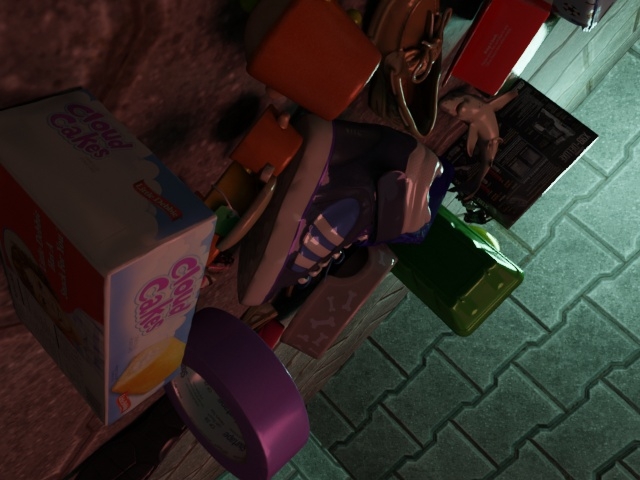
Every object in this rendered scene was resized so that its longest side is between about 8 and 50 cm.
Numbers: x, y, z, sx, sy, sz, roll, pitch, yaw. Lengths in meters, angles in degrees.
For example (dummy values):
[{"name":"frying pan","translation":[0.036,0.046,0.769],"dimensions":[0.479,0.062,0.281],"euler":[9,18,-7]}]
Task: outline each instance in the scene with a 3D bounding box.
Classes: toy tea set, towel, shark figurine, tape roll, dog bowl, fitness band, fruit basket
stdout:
[{"name":"toy tea set","translation":[-0.080,-0.109,0.533],"dimensions":[0.336,0.124,0.200],"euler":[-51,-167,7]},{"name":"towel","translation":[0.198,-0.083,1.202],"dimensions":[0.308,0.076,0.227],"euler":[-4,125,-62]},{"name":"shark figurine","translation":[0.322,-0.225,1.165],"dimensions":[0.166,0.116,0.278],"euler":[-32,134,-8]},{"name":"tape roll","translation":[-0.146,0.244,0.869],"dimensions":[0.090,0.275,0.274],"euler":[-35,161,-36]},{"name":"dog bowl","translation":[0.052,0.131,1.305],"dimensions":[0.348,0.102,0.349],"euler":[-50,173,-8]},{"name":"fitness band","translation":[-0.177,0.290,1.231],"dimensions":[0.290,0.054,0.209],"euler":[-54,-179,31]},{"name":"fruit basket","translation":[0.371,0.059,1.550],"dimensions":[0.283,0.392,0.392],"euler":[-47,164,5]}]

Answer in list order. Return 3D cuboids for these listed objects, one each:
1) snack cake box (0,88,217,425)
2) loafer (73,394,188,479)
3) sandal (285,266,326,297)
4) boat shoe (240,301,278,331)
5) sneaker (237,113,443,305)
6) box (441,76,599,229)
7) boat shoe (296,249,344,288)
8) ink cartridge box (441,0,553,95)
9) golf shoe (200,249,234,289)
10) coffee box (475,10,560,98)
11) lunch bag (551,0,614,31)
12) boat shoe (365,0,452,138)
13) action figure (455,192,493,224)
[{"name":"snack cake box","translation":[-0.187,0.030,0.462],"dimensions":[0.089,0.152,0.264],"euler":[-34,161,-37]},{"name":"loafer","translation":[-0.352,0.417,1.104],"dimensions":[0.302,0.109,0.095],"euler":[-42,168,-24]},{"name":"sandal","translation":[-0.006,0.058,1.174],"dimensions":[0.180,0.049,0.072],"euler":[-45,164,-2]},{"name":"boat shoe","translation":[-0.149,0.186,1.134],"dimensions":[0.153,0.048,0.056],"euler":[-49,164,11]},{"name":"sneaker","translation":[0.034,-0.012,0.767],"dimensions":[0.237,0.130,0.322],"euler":[12,127,-22]},{"name":"box","translation":[0.483,-0.218,1.374],"dimensions":[0.307,0.242,0.076],"euler":[-45,164,-3]},{"name":"boat shoe","translation":[0.000,0.000,0.934],"dimensions":[0.089,0.109,0.258],"euler":[-26,159,-25]},{"name":"ink cartridge box","translation":[0.251,-0.297,0.759],"dimensions":[0.231,0.078,0.134],"euler":[-60,177,-40]},{"name":"golf shoe","translation":[-0.179,0.046,0.674],"dimensions":[0.086,0.067,0.186],"euler":[-49,164,16]},{"name":"coffee box","translation":[0.404,-0.383,1.130],"dimensions":[0.113,0.040,0.184],"euler":[-30,159,-44]},{"name":"lunch bag","translation":[0.508,-0.516,0.938],"dimensions":[0.243,0.115,0.303],"euler":[-50,165,9]},{"name":"boat shoe","translation":[0.123,-0.230,0.709],"dimensions":[0.104,0.089,0.285],"euler":[-44,164,-5]},{"name":"action figure","translation":[0.452,-0.129,1.555],"dimensions":[0.141,0.163,0.275],"euler":[-14,-166,15]}]
